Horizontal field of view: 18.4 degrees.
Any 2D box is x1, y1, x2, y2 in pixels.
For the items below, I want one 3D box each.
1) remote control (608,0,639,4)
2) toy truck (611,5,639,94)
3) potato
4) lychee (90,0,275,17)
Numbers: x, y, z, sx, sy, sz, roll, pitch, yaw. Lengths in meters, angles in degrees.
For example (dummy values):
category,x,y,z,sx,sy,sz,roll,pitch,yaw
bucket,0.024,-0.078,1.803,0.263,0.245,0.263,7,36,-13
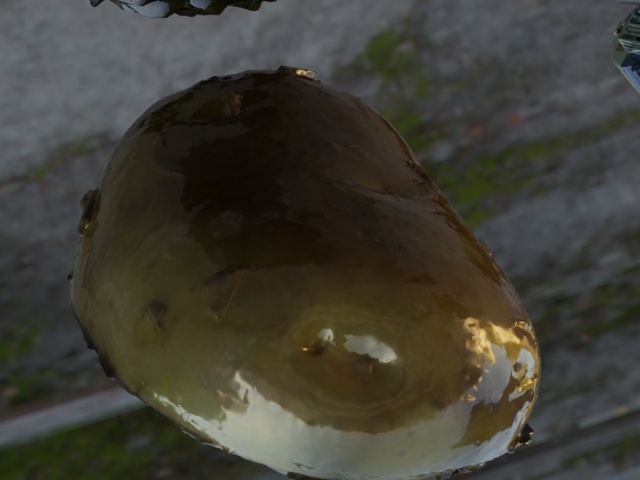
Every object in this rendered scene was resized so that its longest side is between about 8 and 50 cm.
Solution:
category,x,y,z,sx,sy,sz,roll,pitch,yaw
remote control,0.264,-0.206,1.310,0.221,0.103,0.332,0,-175,26
toy truck,0.289,-0.109,1.496,0.088,0.074,0.202,17,164,43
potato,0.000,0.000,0.691,0.164,0.200,0.081,-4,124,-28
lychee,-0.056,-0.148,0.640,0.171,0.171,0.171,-18,169,-4
